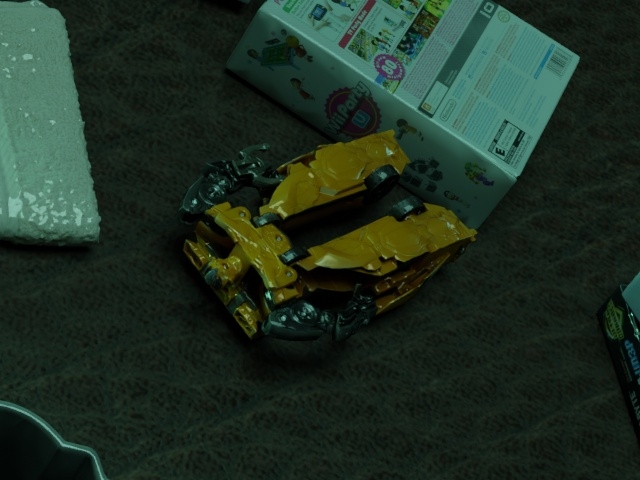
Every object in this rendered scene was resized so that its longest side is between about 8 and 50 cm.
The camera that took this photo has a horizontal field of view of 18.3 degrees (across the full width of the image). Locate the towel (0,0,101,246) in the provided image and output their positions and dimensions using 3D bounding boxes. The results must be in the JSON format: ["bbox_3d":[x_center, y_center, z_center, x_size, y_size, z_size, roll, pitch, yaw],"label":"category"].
[{"bbox_3d":[-0.304,-0.115,1.797,0.187,0.049,0.282,3,53,-26],"label":"towel"}]

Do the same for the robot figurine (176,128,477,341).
[{"bbox_3d":[0.000,0.000,1.841,0.291,0.085,0.211,-22,66,-40],"label":"robot figurine"}]

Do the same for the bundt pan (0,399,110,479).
[{"bbox_3d":[-0.281,0.274,1.429,0.331,0.124,0.331,16,47,-18],"label":"bundt pan"}]

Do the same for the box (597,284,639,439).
[{"bbox_3d":[0.399,0.134,1.970,0.220,0.051,0.175,5,51,-25],"label":"box"}]

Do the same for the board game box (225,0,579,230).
[{"bbox_3d":[0.088,-0.181,2.035,0.303,0.097,0.224,34,44,-1],"label":"board game box"}]

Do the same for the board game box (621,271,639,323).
[{"bbox_3d":[0.500,0.131,1.944,0.318,0.066,0.318,-12,60,-35],"label":"board game box"}]

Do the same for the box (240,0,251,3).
[{"bbox_3d":[-0.087,-0.451,2.072,0.168,0.215,0.345,22,44,-11],"label":"box"}]
